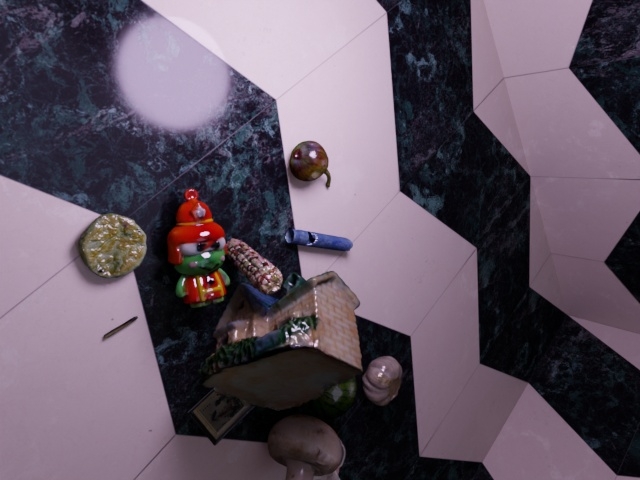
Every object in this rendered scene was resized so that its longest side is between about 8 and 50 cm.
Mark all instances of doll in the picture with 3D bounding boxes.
[{"bbox_3d":[-0.380,0.023,1.339,0.182,0.160,0.363,-11,102,-38],"label":"doll"}]

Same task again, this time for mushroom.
[{"bbox_3d":[-0.076,0.817,1.629,0.297,0.297,0.290,54,41,-32],"label":"mushroom"}]

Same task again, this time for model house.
[{"bbox_3d":[-0.121,0.289,1.457,0.395,0.445,0.400,34,38,-32],"label":"model house"}]

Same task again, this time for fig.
[{"bbox_3d":[-0.011,-0.265,1.606,0.245,0.149,0.149,31,79,-50],"label":"fig"}]

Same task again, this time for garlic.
[{"bbox_3d":[0.280,0.631,1.980,0.228,0.152,0.228,-23,120,-49],"label":"garlic"}]

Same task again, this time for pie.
[{"bbox_3d":[-0.593,0.015,1.243,0.187,0.041,0.187,-8,103,-37],"label":"pie"}]

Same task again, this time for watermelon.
[{"bbox_3d":[0.027,0.583,1.718,0.242,0.242,0.242,-8,103,-37],"label":"watermelon"}]

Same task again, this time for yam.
[{"bbox_3d":[-0.599,0.260,1.301,0.107,0.014,0.014,-33,117,-29],"label":"yam"}]

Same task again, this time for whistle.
[{"bbox_3d":[0.000,0.000,1.700,0.304,0.062,0.062,9,92,-39],"label":"whistle"}]

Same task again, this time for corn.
[{"bbox_3d":[-0.223,0.083,1.409,0.092,0.280,0.092,-25,132,-32],"label":"corn"}]

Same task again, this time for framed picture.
[{"bbox_3d":[-0.355,0.608,1.563,0.195,0.010,0.199,-40,120,-26],"label":"framed picture"}]

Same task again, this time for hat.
[{"bbox_3d":[-0.013,0.942,1.860,0.219,0.164,0.226,36,37,-33],"label":"hat"}]
